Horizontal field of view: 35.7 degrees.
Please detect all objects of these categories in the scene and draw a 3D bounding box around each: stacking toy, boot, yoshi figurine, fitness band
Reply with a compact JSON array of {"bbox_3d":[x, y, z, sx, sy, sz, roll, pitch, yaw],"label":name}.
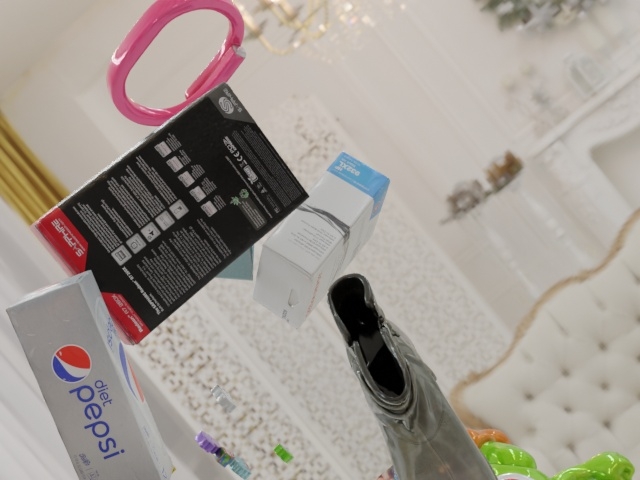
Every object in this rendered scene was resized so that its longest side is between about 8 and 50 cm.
[{"bbox_3d":[-0.170,0.375,1.735,0.167,0.221,0.052,-44,28,-2],"label":"stacking toy"},{"bbox_3d":[0.077,0.156,0.885,0.083,0.247,0.161,-31,-26,2],"label":"boot"},{"bbox_3d":[0.315,0.358,1.263,0.203,0.204,0.362,-26,18,-28],"label":"yoshi figurine"},{"bbox_3d":[-0.258,-0.326,1.791,0.209,0.054,0.291,17,-55,-45],"label":"fitness band"}]

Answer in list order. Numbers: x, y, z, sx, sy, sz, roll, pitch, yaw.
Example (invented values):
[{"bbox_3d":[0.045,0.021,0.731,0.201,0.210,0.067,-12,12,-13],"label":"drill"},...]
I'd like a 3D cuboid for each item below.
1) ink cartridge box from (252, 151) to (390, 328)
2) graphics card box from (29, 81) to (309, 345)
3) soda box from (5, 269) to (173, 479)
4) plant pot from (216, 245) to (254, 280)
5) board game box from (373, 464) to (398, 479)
[{"bbox_3d":[0.000,0.000,2.091,0.307,0.129,0.223,-51,-13,-32],"label":"ink cartridge box"},{"bbox_3d":[-0.224,-0.044,1.518,0.371,0.233,0.094,-42,12,-21],"label":"graphics card box"},{"bbox_3d":[-0.281,0.189,1.233,0.098,0.286,0.091,-21,8,0],"label":"soda box"},{"bbox_3d":[-0.269,-0.080,2.036,0.248,0.252,0.247,-93,0,-46],"label":"plant pot"},{"bbox_3d":[0.133,0.497,1.521,0.213,0.046,0.317,-31,37,-22],"label":"board game box"}]
